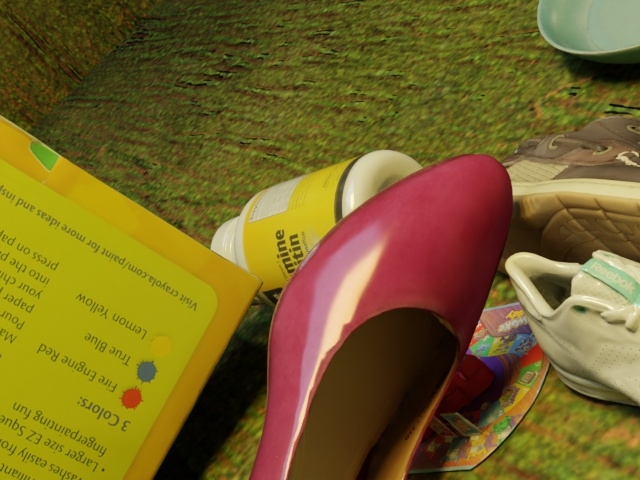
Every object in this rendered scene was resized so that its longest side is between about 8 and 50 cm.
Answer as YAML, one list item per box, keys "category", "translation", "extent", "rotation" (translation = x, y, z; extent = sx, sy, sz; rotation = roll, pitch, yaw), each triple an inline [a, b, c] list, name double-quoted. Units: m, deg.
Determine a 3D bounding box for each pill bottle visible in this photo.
- category: "pill bottle"
  translation: [0.000, 0.000, 0.941]
  extent: [0.184, 0.103, 0.103]
  rotation: [-17, 35, 46]

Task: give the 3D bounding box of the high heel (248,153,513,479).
- category: "high heel"
  translation: [0.030, 0.131, 0.642]
  extent: [0.181, 0.127, 0.377]
  rotation: [28, 86, 50]

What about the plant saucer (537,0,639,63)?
- category: "plant saucer"
  translation: [0.309, -0.238, 0.932]
  extent: [0.317, 0.044, 0.317]
  rotation: [-35, 25, 19]

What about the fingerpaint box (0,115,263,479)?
- category: "fingerpaint box"
  translation: [-0.327, 0.070, 0.833]
  extent: [0.371, 0.445, 0.163]
  rotation: [-62, 26, -9]

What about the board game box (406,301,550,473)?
- category: "board game box"
  translation: [0.068, 0.085, 0.782]
  extent: [0.169, 0.033, 0.133]
  rotation: [-15, 36, 46]

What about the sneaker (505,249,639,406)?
- category: "sneaker"
  translation: [0.168, 0.044, 0.616]
  extent: [0.080, 0.094, 0.212]
  rotation: [-50, 25, -18]

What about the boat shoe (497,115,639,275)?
- category: "boat shoe"
  translation: [0.175, -0.026, 0.719]
  extent: [0.092, 0.103, 0.285]
  rotation: [-55, 20, -14]
